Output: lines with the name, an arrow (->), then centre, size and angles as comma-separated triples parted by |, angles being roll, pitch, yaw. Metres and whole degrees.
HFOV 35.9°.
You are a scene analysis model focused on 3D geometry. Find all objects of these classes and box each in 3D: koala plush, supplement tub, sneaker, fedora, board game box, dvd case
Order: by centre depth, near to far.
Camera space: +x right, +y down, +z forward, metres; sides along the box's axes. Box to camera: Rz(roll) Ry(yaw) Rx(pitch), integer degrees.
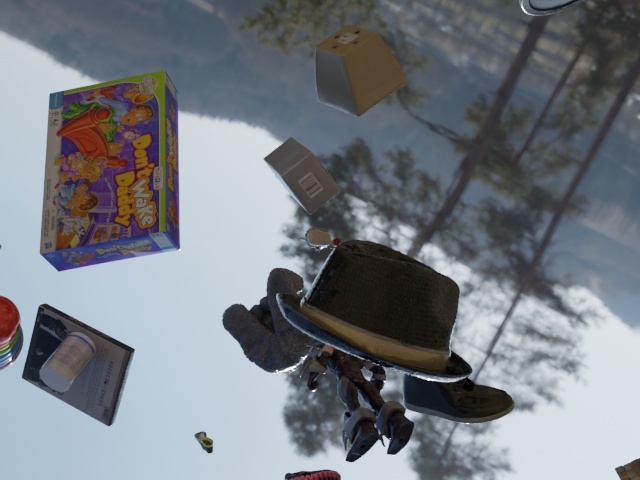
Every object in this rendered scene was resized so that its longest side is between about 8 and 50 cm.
fedora -> 0.105, 0.095, 1.537 | 0.334, 0.152, 0.334 | 21, -174, -2
board game box -> -0.380, -0.131, 1.803 | 0.233, 0.347, 0.078 | -10, 151, 9
sneaker -> 0.247, 0.266, 1.836 | 0.222, 0.118, 0.083 | 1, -158, 30
supplement tub -> -0.503, 0.241, 1.974 | 0.071, 0.071, 0.107 | 28, -136, 4
sneaker -> -0.019, 0.479, 1.991 | 0.119, 0.047, 0.057 | -3, -166, -16
dvd case -> -0.510, 0.259, 2.067 | 0.239, 0.179, 0.029 | 24, -163, 19
koala plush -> -0.059, 0.205, 2.114 | 0.221, 0.196, 0.203 | 36, -161, -56
sneaker -> -0.290, 0.502, 2.447 | 0.031, 0.035, 0.083 | -14, -160, -24

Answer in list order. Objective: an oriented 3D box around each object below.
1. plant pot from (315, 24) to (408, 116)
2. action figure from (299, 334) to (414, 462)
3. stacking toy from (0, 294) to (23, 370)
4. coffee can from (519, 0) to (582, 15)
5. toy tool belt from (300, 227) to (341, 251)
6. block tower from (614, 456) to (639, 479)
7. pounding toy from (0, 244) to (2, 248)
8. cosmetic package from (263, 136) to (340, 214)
plant pot -> 0.052, -0.272, 1.537 | 0.109, 0.109, 0.096 | 30, 150, 47
action figure -> 0.059, 0.261, 1.777 | 0.185, 0.099, 0.285 | 8, -147, -26
stacking toy -> -0.618, 0.168, 1.840 | 0.141, 0.141, 0.330 | 26, 161, -13
coffee can -> 0.414, -0.592, 1.841 | 0.201, 0.202, 0.275 | 12, -127, -62
toy tool belt -> 0.000, 0.000, 2.291 | 0.083, 0.052, 0.051 | 15, 162, -24
block tower -> 0.742, 0.418, 1.875 | 0.097, 0.335, 0.091 | 61, -171, -5
pounding toy -> -0.873, 0.051, 2.262 | 0.270, 0.154, 0.154 | 6, 148, 26
cosmetic package -> -0.049, -0.161, 2.402 | 0.127, 0.107, 0.238 | 51, -179, -22
